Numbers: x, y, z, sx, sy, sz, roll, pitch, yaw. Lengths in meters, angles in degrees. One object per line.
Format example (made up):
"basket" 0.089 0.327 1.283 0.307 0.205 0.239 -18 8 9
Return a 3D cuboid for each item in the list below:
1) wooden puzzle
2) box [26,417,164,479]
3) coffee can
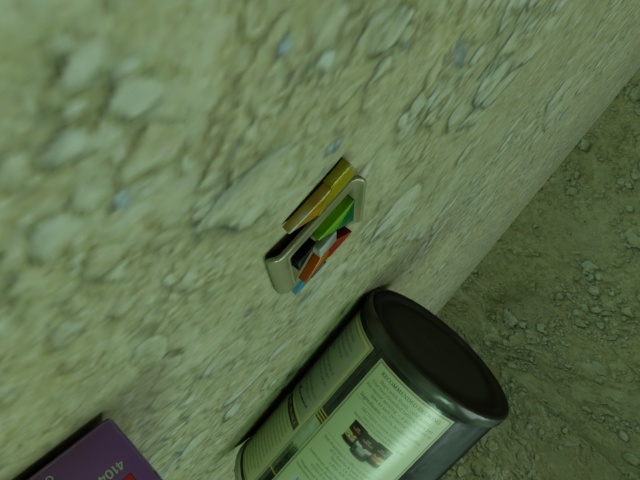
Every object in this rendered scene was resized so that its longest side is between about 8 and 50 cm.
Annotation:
"wooden puzzle" 0.000 0.000 0.351 0.078 0.014 0.116 -46 166 -6
"box" -0.205 0.230 0.282 0.293 0.057 0.201 -37 163 -35
"coffee can" 0.054 0.225 0.721 0.275 0.201 0.201 -51 165 17
